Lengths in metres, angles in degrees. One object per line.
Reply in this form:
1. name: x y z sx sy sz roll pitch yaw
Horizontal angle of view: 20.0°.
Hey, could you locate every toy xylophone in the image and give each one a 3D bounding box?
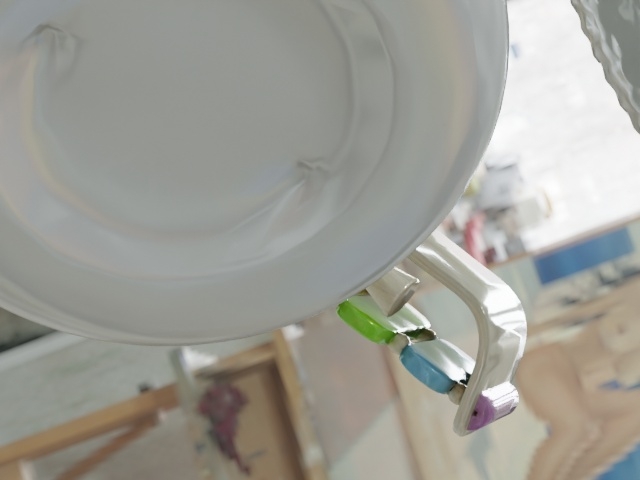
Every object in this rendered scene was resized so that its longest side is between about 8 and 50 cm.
1. toy xylophone: 0.000 0.000 1.188 0.323 0.081 0.236 40 12 22

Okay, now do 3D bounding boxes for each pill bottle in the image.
1. pill bottle: -0.046 -0.105 0.485 0.146 0.146 0.264 56 13 -36

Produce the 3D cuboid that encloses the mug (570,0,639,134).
1. mug: 0.293 -0.157 1.048 0.328 0.276 0.374 55 3 -2
